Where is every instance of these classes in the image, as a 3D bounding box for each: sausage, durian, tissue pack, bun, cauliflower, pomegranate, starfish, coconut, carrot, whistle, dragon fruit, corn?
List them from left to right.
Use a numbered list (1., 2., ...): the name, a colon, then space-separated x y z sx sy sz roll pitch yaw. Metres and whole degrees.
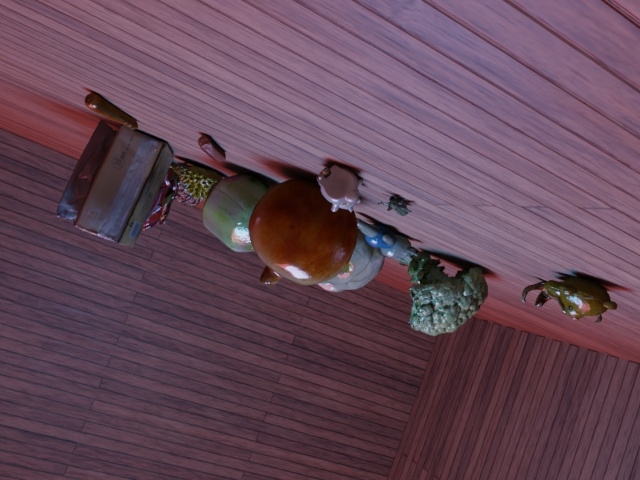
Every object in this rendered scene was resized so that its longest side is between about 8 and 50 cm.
1. carrot: -0.479 -0.297 1.512 0.037 0.037 0.190 19 178 19
2. tissue pack: -0.570 -0.158 1.801 0.238 0.305 0.238 23 175 2
3. dragon fruit: -0.598 -0.175 2.143 0.269 0.250 0.291 27 -171 -15
4. corn: -0.525 -0.195 2.459 0.092 0.092 0.280 19 172 14
5. durian: -0.383 -0.183 1.960 0.208 0.102 0.146 24 -179 6
6. sausage: -0.249 -0.210 1.500 0.030 0.035 0.147 52 180 11
7. coconut: -0.216 -0.082 1.776 0.236 0.204 0.236 28 -158 -13
8. pomegranate: -0.050 -0.007 1.521 0.252 0.270 0.229 29 -178 -12
9. bun: 0.023 0.039 2.008 0.365 0.219 0.365 18 172 3
10. whistle: 0.169 -0.004 1.784 0.236 0.077 0.114 28 179 -40
11. cauliflower: 0.351 0.147 1.943 0.250 0.272 0.275 51 170 21
12. starfish: 0.623 0.157 1.667 0.190 0.074 0.146 17 175 35

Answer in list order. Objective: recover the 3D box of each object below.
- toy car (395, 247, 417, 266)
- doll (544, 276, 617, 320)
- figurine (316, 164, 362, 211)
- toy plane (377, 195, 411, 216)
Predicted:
1. toy car: 0.278 0.055 2.062 0.093 0.058 0.186 15 172 33
2. doll: 0.584 0.133 1.488 0.137 0.097 0.209 14 180 7
3. figurine: 0.042 -0.110 1.290 0.098 0.081 0.146 64 -175 6
4. toy plane: 0.161 -0.070 1.347 0.080 0.033 0.083 16 180 37
